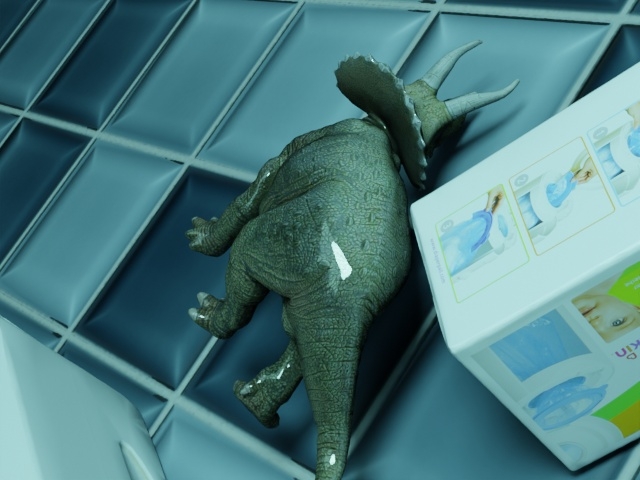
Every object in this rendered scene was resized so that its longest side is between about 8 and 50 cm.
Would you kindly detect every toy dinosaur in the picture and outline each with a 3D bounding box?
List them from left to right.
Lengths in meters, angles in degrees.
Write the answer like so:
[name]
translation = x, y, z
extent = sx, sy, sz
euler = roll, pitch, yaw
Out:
[toy dinosaur]
translation = 0.000, 0.000, 0.667
extent = 0.160, 0.121, 0.313
euler = -51, 12, 37

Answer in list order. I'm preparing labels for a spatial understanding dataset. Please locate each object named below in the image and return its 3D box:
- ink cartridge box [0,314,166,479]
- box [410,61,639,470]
[ink cartridge box]
translation = -0.236, 0.229, 0.721
extent = 0.307, 0.129, 0.223
euler = -44, 35, 5
[box]
translation = 0.160, -0.005, 0.545
extent = 0.203, 0.114, 0.103
euler = -33, 37, 19
